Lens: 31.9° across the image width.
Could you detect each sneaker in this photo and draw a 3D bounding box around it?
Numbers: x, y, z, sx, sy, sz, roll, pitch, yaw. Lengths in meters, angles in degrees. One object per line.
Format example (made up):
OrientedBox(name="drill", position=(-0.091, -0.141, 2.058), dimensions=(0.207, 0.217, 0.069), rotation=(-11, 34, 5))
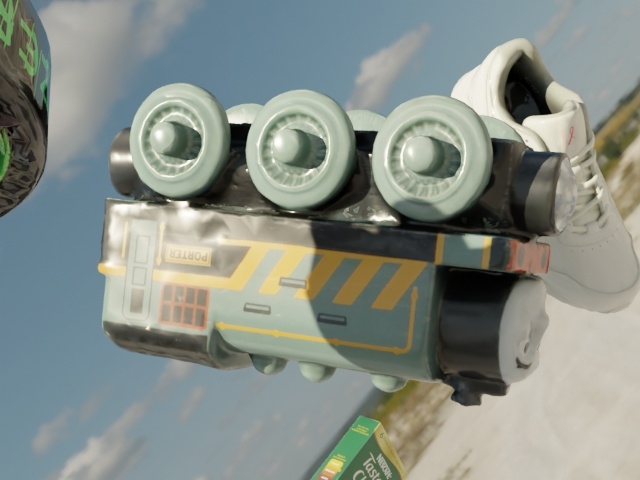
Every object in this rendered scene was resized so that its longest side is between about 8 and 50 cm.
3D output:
OrientedBox(name="sneaker", position=(0.178, -0.052, 0.862), dimensions=(0.090, 0.232, 0.115), rotation=(-26, -13, -15))

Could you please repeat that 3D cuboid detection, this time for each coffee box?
OrientedBox(name="coffee box", position=(0.033, 0.330, 1.443), dimensions=(0.184, 0.040, 0.113), rotation=(-47, -51, -30))

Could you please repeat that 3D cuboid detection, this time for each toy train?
OrientedBox(name="toy train", position=(0.000, 0.000, 0.748), dimensions=(0.142, 0.334, 0.190), rotation=(3, -87, -66))

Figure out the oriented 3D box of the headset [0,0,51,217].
OrientedBox(name="headset", position=(-0.308, -0.040, 0.434), dimensions=(0.243, 0.394, 0.185), rotation=(97, 173, -65))
